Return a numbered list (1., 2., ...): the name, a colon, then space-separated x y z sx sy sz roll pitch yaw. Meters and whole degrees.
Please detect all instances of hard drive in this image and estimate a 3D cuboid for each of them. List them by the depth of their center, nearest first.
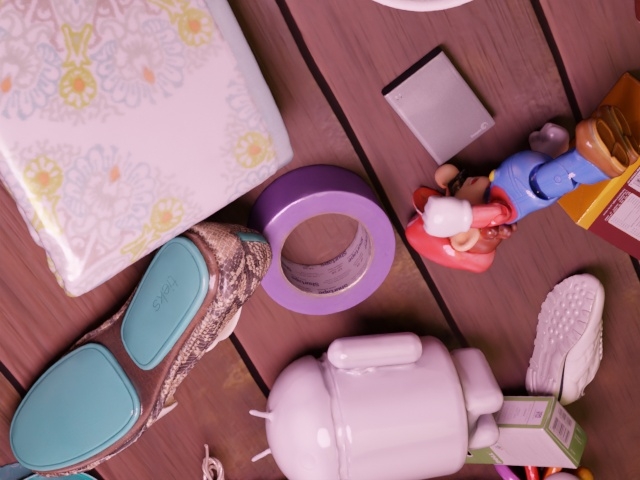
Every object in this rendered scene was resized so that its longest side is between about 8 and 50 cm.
1. hard drive: 0.155 -0.173 1.468 0.094 0.022 0.135 -38 121 9

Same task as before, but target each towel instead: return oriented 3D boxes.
1. towel: -0.232 -0.173 1.255 0.320 0.090 0.374 -32 111 -18

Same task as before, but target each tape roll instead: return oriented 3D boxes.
1. tape roll: 0.000 0.000 1.499 0.189 0.080 0.189 -6 122 -10

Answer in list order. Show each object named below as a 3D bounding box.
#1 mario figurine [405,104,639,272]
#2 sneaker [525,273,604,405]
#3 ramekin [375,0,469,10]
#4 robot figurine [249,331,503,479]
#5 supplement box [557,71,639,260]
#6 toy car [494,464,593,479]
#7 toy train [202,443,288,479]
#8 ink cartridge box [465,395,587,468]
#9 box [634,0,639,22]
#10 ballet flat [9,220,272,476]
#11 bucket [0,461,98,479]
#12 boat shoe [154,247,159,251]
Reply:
1. mario figurine: 0.234 -0.084 1.455 0.320 0.170 0.198 -30 145 31
2. sneaker: 0.382 0.148 1.687 0.095 0.090 0.235 -4 126 -25
3. ramekin: 0.109 -0.409 1.253 0.277 0.135 0.277 -6 120 -11
4. robot figurine: 0.075 0.248 1.592 0.353 0.200 0.300 -8 125 -9
5. supplement box: 0.449 -0.086 1.528 0.194 0.129 0.191 27 110 -26
6. toy car: 0.334 0.390 1.788 0.182 0.159 0.136 -37 87 10
7. toy train: -0.102 0.393 1.700 0.143 0.105 0.248 -10 122 -20
8. ink cartridge box: 0.287 0.292 1.724 0.209 0.062 0.109 -8 135 44
9. box: 0.599 -0.343 1.380 0.381 0.191 0.143 -16 122 -3
10. ballet flat: -0.219 0.153 1.484 0.483 0.164 0.182 -47 156 29
11. bucket: -0.412 0.464 1.612 0.281 0.183 0.281 -6 122 -11
12. boat shoe: -0.276 -0.074 1.368 0.302 0.114 0.091 32 102 -27
